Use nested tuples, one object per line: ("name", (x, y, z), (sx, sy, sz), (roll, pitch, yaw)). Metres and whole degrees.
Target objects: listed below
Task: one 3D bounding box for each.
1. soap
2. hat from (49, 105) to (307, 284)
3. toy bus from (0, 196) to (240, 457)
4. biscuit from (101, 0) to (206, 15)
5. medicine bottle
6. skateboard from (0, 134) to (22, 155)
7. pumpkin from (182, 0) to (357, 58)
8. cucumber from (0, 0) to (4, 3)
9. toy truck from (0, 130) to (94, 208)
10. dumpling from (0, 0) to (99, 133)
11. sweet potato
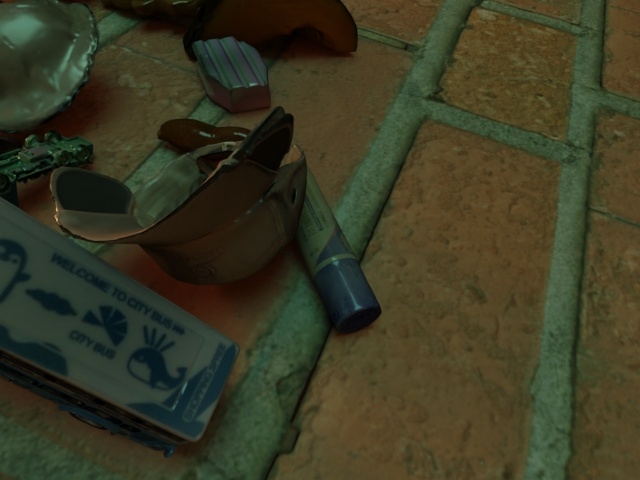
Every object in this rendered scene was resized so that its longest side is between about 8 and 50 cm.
("soap", (-0.140, -0.269, 0.744), (0.100, 0.056, 0.149), (-18, 57, -16))
("hat", (-0.115, -0.029, 0.456), (0.232, 0.275, 0.160), (-17, 94, 9))
("toy bus", (-0.215, 0.064, 0.364), (0.297, 0.131, 0.106), (38, 50, -22))
("biscuit", (-0.308, -0.471, 0.865), (0.226, 0.036, 0.166), (20, 50, 23))
("medicine bottle", (0.000, 0.000, 0.558), (0.059, 0.059, 0.230), (-15, 56, -17))
("skateboard", (-0.468, -0.102, 0.583), (0.152, 0.067, 0.080), (-11, 65, -19))
("pumpkin", (-0.093, -0.429, 0.818), (0.313, 0.148, 0.169), (-5, 56, -13))
("cucumber", (-0.594, -0.333, 0.730), (0.116, 0.085, 0.192), (4, 60, -6))
("toy truck", (-0.368, -0.080, 0.578), (0.067, 0.081, 0.175), (26, 36, 12))
("dumpling", (-0.404, -0.237, 0.645), (0.172, 0.142, 0.247), (42, 82, 19))
("sweet potato", (-0.140, -0.140, 0.646), (0.195, 0.056, 0.056), (7, 52, 9))
